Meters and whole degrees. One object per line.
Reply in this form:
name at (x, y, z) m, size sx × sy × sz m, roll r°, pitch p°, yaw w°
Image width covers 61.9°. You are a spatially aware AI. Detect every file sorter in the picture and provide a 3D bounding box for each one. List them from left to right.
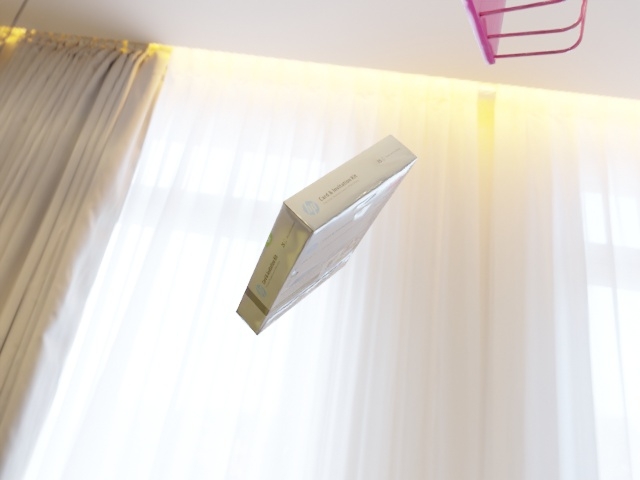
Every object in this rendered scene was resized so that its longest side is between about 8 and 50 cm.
file sorter at (0.366, -0.483, 0.936) m, size 0.183 × 0.201 × 0.291 m, roll 5°, pitch -14°, yaw 31°

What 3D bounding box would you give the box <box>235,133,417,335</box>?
box at (0.000, 0.000, 0.505) m, size 0.038 × 0.145 × 0.186 m, roll 45°, pitch -37°, yaw 11°
